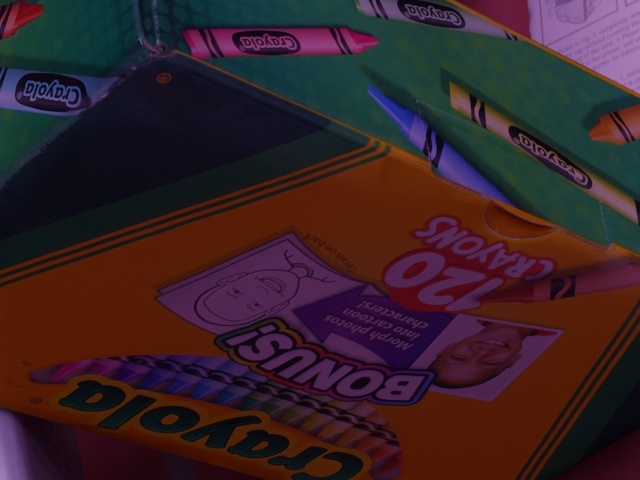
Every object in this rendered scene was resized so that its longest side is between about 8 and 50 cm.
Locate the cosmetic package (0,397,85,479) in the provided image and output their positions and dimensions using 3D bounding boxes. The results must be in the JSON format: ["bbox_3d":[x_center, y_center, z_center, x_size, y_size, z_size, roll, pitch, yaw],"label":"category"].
[{"bbox_3d":[-0.239,-0.022,0.758,0.230,0.161,0.453,-16,65,-2],"label":"cosmetic package"}]

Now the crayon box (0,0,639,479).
[{"bbox_3d":[0.000,0.000,0.637,0.165,0.278,0.081,-37,48,35],"label":"crayon box"}]

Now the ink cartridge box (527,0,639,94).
[{"bbox_3d":[0.162,-0.066,0.741,0.189,0.066,0.232,-24,53,42],"label":"ink cartridge box"}]
